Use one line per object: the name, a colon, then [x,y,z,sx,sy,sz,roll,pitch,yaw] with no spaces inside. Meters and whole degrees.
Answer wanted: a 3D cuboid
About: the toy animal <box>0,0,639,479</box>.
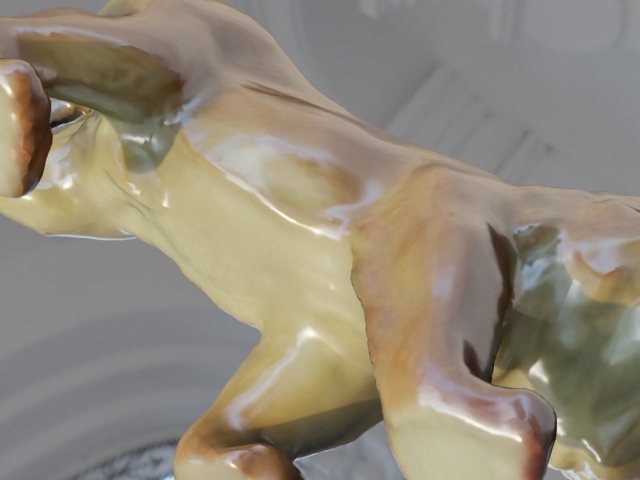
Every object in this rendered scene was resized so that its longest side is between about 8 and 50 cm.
toy animal: [0.000,0.000,0.410,0.157,0.312,0.097,-30,-37,-48]
